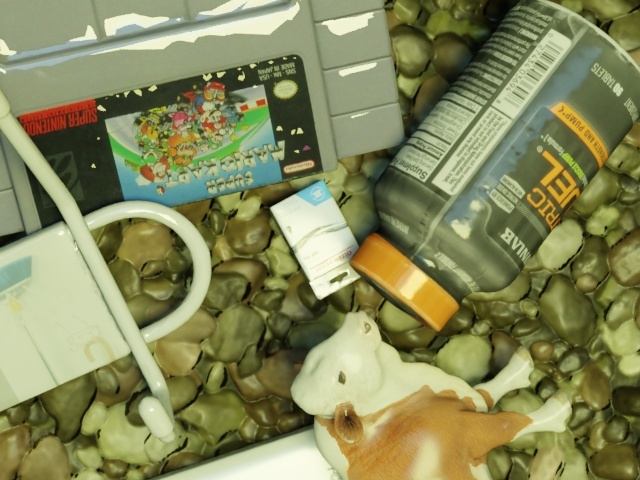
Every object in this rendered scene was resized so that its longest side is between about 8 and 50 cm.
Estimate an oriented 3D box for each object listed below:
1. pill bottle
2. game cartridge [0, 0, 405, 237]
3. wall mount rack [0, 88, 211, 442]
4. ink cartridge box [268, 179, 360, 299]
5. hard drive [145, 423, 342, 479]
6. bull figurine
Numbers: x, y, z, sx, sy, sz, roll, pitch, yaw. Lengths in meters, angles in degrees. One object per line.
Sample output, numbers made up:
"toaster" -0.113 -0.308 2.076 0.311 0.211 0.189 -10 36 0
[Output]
"pill bottle" 0.128 -0.051 1.078 0.130 0.130 0.246 38 86 -4
"game cartridge" -0.124 -0.134 1.051 0.355 0.068 0.230 -13 109 -6
"wall mount rack" -0.257 0.046 0.999 0.350 0.130 0.304 -24 112 0
"ink cartridge box" 0.000 0.000 1.114 0.048 0.028 0.083 -29 93 -5
"hard drive" -0.028 0.257 1.102 0.307 0.040 0.203 -18 91 -6
"bull figurine" 0.099 0.182 1.044 0.188 0.101 0.310 -19 98 -12
